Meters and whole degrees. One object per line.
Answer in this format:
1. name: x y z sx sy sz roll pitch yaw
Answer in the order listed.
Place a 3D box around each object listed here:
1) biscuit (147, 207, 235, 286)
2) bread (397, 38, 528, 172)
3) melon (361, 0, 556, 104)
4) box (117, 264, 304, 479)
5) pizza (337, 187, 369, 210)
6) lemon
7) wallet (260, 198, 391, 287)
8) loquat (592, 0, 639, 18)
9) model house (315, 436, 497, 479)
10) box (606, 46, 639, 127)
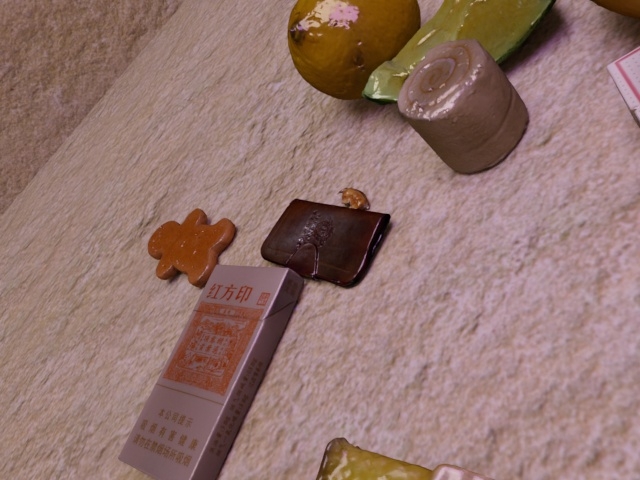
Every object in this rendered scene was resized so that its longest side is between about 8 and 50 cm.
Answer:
1. biscuit: -0.269 0.012 1.415 0.250 0.036 0.166 8 63 46
2. bread: 0.205 -0.193 1.001 0.134 0.141 0.148 7 64 51
3. melon: 0.215 -0.322 1.131 0.323 0.124 0.196 -42 30 25
4. box: -0.174 0.207 1.118 0.204 0.051 0.365 0 58 48
5. pizza: 0.055 -0.068 1.157 0.037 0.016 0.083 -51 39 -3
6. lemon: 0.066 -0.377 1.245 0.253 0.228 0.228 -44 33 -16
7. wallet: 0.000 0.000 1.139 0.255 0.031 0.137 13 69 52
8. loquat: 0.452 -0.430 0.836 0.359 0.328 0.329 6 50 -3
9. model house: 0.102 0.303 0.629 0.234 0.174 0.194 -7 53 48
10. box: 0.456 -0.120 0.710 0.210 0.095 0.330 -30 38 25
